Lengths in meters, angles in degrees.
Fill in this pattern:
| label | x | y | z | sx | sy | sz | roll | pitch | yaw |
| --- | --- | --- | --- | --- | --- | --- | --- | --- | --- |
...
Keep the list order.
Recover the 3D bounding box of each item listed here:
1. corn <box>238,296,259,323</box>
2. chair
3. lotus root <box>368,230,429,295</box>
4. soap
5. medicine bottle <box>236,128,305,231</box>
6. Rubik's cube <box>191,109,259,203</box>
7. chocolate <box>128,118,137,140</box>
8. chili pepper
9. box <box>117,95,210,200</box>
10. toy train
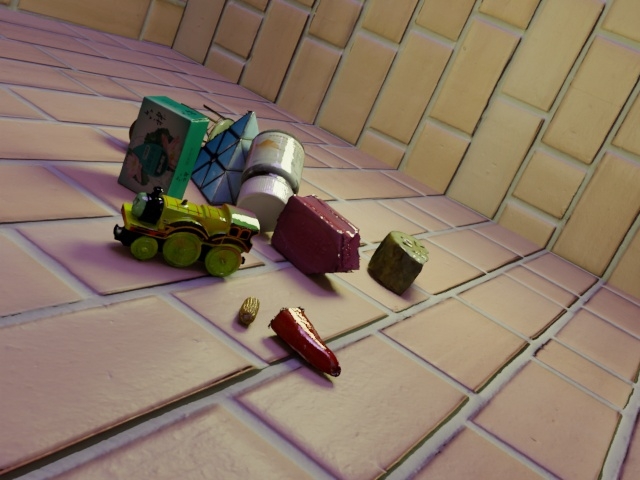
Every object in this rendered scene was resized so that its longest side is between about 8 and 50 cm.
| label | x | y | z | sx | sy | sz | roll | pitch | yaw |
| --- | --- | --- | --- | --- | --- | --- | --- | --- | --- |
| corn | -0.141 | 0.138 | 1.398 | 0.037 | 0.037 | 0.092 | 23 | 18 | -3 |
| chair | -0.331 | -0.353 | 2.413 | 0.326 | 0.159 | 0.170 | 30 | 20 | 22 |
| lotus root | 0.221 | 0.055 | 1.988 | 0.138 | 0.119 | 0.235 | 29 | 18 | -4 |
| soap | 0.000 | 0.000 | 1.781 | 0.099 | 0.162 | 0.250 | 4 | 27 | -48 |
| medicine bottle | -0.136 | -0.169 | 1.947 | 0.165 | 0.165 | 0.273 | 20 | 44 | -12 |
| Rubik's cube | -0.269 | -0.213 | 2.092 | 0.228 | 0.229 | 0.233 | -22 | 79 | -15 |
| chocolate | -0.512 | -0.312 | 2.107 | 0.133 | 0.124 | 0.127 | 12 | 31 | 43 |
| chili pepper | -0.017 | 0.203 | 1.346 | 0.088 | 0.065 | 0.169 | 0 | 35 | -46 |
| box | -0.400 | -0.227 | 1.787 | 0.153 | 0.245 | 0.092 | 28 | 20 | 16 |
| toy train | -0.280 | -0.021 | 1.488 | 0.296 | 0.160 | 0.100 | 14 | 26 | -29 |
